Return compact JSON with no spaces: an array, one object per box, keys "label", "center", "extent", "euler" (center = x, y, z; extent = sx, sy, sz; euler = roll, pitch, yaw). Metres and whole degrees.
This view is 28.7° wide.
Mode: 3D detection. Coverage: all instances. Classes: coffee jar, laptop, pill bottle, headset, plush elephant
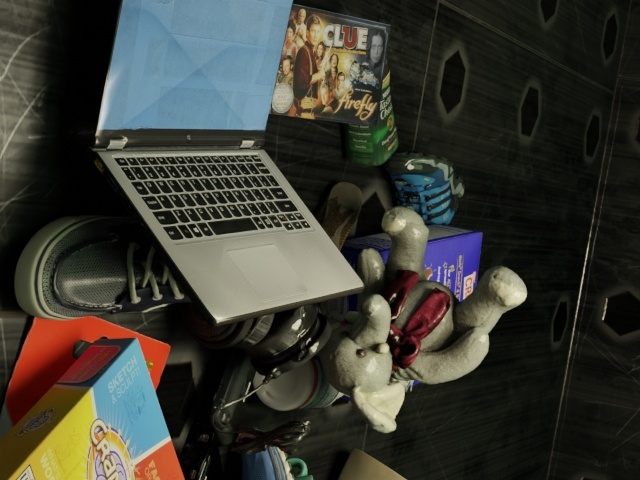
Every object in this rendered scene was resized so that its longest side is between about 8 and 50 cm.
[{"label":"coffee jar","center":[0.078,-0.223,2.090],"extent":[0.096,0.079,0.184],"euler":[-50,141,-43]},{"label":"laptop","center":[-0.076,-0.142,1.546],"extent":[0.236,0.408,0.382],"euler":[-43,164,24]},{"label":"pill bottle","center":[-0.023,0.221,2.028],"extent":[0.180,0.108,0.108],"euler":[13,88,-62]},{"label":"headset","center":[-0.070,0.109,1.764],"extent":[0.243,0.185,0.394],"euler":[33,54,-42]},{"label":"plush elephant","center":[0.102,0.142,1.931],"extent":[0.255,0.272,0.330],"euler":[-17,139,-48]}]

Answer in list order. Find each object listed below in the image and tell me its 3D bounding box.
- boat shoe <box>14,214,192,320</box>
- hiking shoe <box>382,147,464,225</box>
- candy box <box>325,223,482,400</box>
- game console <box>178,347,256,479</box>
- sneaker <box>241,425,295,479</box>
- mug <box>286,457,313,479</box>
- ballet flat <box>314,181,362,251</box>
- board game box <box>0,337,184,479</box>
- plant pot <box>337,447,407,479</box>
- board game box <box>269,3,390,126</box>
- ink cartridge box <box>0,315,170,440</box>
[{"label":"boat shoe","center":[-0.210,0.029,1.529],"extent":[0.340,0.158,0.127],"euler":[-20,112,-62]},{"label":"hiking shoe","center":[0.193,-0.083,2.323],"extent":[0.304,0.113,0.132],"euler":[30,73,-61]},{"label":"candy box","center":[0.140,0.121,2.221],"extent":[0.317,0.122,0.268],"euler":[-9,109,-45]},{"label":"game console","center":[-0.148,0.280,1.851],"extent":[0.213,0.044,0.361],"euler":[89,17,-54]},{"label":"sneaker","center":[-0.111,0.446,1.909],"extent":[0.130,0.147,0.330],"euler":[115,-26,-68]},{"label":"mug","center":[-0.052,0.452,2.061],"extent":[0.158,0.097,0.129],"euler":[-105,-175,-70]},{"label":"ballet flat","center":[0.000,0.000,2.040],"extent":[0.250,0.084,0.058],"euler":[-59,171,-40]},{"label":"board game box","center":[-0.275,0.293,1.458],"extent":[0.316,0.064,0.242],"euler":[-54,134,-58]},{"label":"plant pot","center":[0.091,0.562,2.263],"extent":[0.274,0.256,0.256],"euler":[-56,148,-10]},{"label":"board game box","center":[0.004,-0.265,1.904],"extent":[0.243,0.042,0.165],"euler":[0,99,-47]},{"label":"ink cartridge box","center":[-0.291,0.295,1.565],"extent":[0.308,0.091,0.385],"euler":[34,71,-61]}]
